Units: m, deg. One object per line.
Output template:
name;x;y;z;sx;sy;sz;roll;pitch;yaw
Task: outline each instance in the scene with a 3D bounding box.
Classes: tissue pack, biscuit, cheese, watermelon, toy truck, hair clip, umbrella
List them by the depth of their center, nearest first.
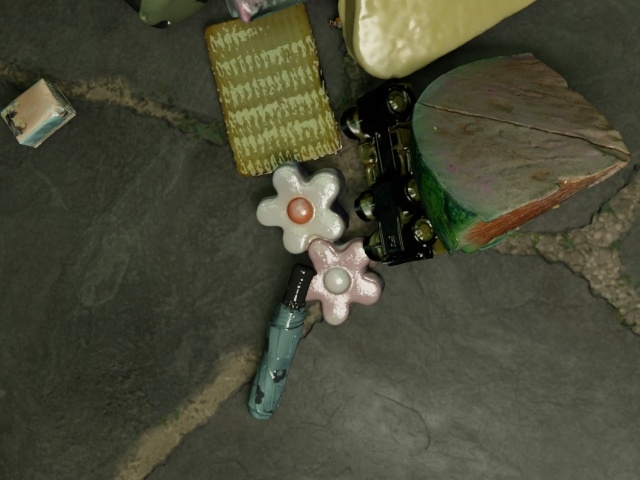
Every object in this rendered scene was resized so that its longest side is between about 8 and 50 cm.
watermelon;0.233;-0.075;1.006;0.292;0.222;0.319;-18;42;-16
cheese;0.152;-0.389;1.066;0.384;0.104;0.383;-4;113;-9
toy truck;0.123;-0.098;1.107;0.127;0.127;0.257;-12;87;-30
umbrella;-0.061;0.153;1.145;0.052;0.053;0.250;22;105;18
hair clip;0.000;0.001;1.158;0.146;0.075;0.257;-24;89;3
biscuit;-0.073;-0.233;1.195;0.172;0.029;0.254;-14;85;8
tissue pack;-0.454;-0.206;1.240;0.094;0.059;0.074;-38;81;6

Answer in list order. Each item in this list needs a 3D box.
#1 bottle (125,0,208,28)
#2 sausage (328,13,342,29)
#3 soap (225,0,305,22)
bottle;-0.317;-0.466;1.179;0.347;0.168;0.168;38;94;4
sausage;0.107;-0.359;1.171;0.198;0.025;0.028;-16;130;8
soap;-0.005;-0.465;1.114;0.324;0.109;0.192;-23;117;-6
